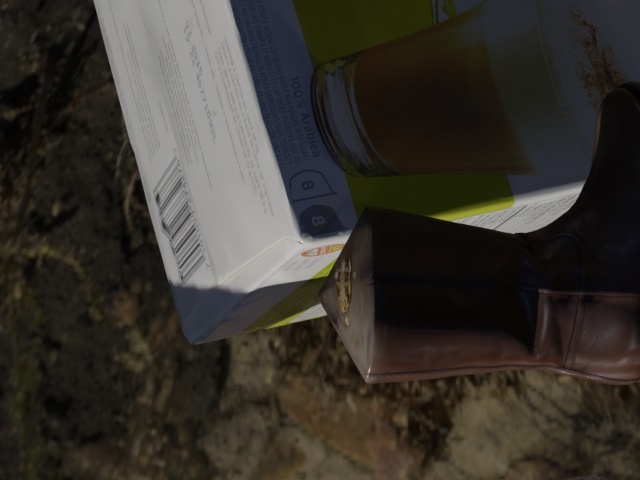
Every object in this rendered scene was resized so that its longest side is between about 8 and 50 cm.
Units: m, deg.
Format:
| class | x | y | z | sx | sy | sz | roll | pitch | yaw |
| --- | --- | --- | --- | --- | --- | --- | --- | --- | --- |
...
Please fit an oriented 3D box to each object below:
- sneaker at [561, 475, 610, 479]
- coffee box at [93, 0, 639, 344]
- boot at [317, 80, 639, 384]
| class | x | y | z | sx | sy | sz | roll | pitch | yaw |
| --- | --- | --- | --- | --- | --- | --- | --- | --- | --- |
| sneaker | 0.098 | 0.241 | 0.888 | 0.121 | 0.302 | 0.108 | 50 | 138 | 23 |
| coffee box | 0.042 | -0.140 | 1.202 | 0.334 | 0.338 | 0.337 | -12 | 79 | -20 |
| boot | 0.056 | -0.006 | 0.477 | 0.114 | 0.106 | 0.037 | 3 | 158 | -14 |
